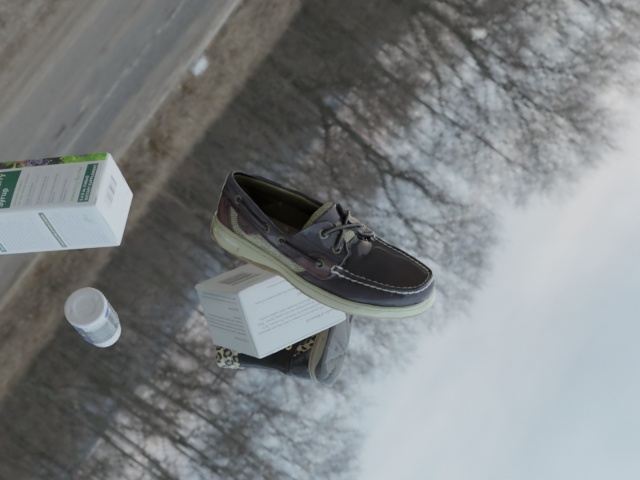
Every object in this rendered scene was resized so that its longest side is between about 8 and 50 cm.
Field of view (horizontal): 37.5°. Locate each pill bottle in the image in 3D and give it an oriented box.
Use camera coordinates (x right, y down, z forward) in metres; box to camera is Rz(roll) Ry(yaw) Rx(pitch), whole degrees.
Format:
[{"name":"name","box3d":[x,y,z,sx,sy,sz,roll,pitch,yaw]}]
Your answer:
[{"name":"pill bottle","box3d":[-0.418,0.146,1.749,0.078,0.078,0.137,-54,163,-19]}]

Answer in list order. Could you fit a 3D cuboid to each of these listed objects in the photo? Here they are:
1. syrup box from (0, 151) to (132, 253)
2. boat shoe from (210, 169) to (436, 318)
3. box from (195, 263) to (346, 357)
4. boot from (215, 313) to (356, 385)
[{"name":"syrup box","box3d":[-0.391,-0.048,1.300,0.096,0.237,0.093,71,20,-51]},{"name":"boat shoe","box3d":[0.000,0.000,1.070,0.103,0.285,0.092,-40,146,-46]},{"name":"box","box3d":[-0.087,0.105,1.610,0.182,0.119,0.181,-22,-167,-28]},{"name":"boot","box3d":[-0.061,0.145,2.122,0.138,0.284,0.377,58,39,-49]}]
